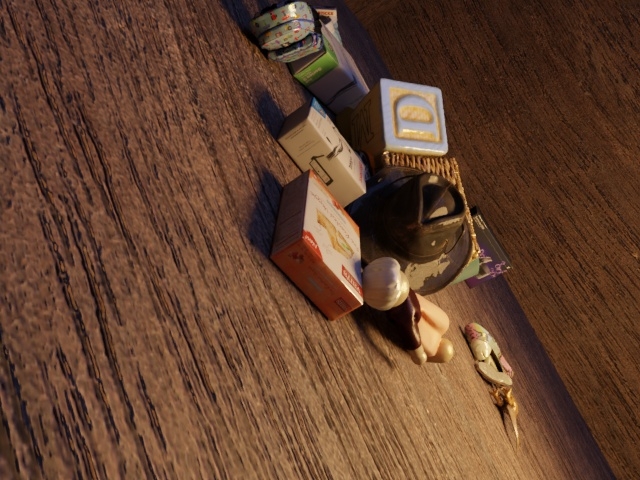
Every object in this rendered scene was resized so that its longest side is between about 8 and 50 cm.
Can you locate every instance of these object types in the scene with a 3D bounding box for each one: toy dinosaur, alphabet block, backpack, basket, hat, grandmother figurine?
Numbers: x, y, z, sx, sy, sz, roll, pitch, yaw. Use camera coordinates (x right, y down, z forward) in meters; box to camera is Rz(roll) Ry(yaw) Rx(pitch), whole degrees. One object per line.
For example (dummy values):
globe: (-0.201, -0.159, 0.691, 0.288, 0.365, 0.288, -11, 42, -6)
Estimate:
toy dinosaur: (0.520, 0.461, 1.441, 0.112, 0.064, 0.211, 56, 21, -12)
alphabet block: (0.205, -0.294, 1.427, 0.192, 0.197, 0.194, 4, 74, -20)
backpack: (-0.083, -0.502, 1.266, 0.173, 0.158, 0.117, -46, 120, -71)
basket: (0.232, -0.053, 1.351, 0.223, 0.213, 0.299, 1, 66, -21)
hat: (0.226, -0.050, 1.143, 0.331, 0.134, 0.331, 9, 64, -20)
grandmother figurine: (0.160, 0.123, 0.991, 0.342, 0.104, 0.208, 45, 15, -54)

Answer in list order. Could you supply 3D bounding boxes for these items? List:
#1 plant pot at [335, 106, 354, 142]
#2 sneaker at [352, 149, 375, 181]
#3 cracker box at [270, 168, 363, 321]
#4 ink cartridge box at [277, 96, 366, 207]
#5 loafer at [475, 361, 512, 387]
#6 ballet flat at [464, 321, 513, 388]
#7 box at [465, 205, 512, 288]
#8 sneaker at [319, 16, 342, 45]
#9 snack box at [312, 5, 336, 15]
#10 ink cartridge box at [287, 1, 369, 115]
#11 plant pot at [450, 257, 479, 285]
plant pot: (0.093, -0.351, 1.580, 0.083, 0.081, 0.081, 53, 18, 16)
sneaker: (0.098, -0.140, 1.309, 0.083, 0.084, 0.215, 11, 49, -33)
cracker box: (0.000, 0.000, 0.884, 0.156, 0.067, 0.232, 49, 23, -25)
ink cartridge box: (0.009, -0.185, 1.136, 0.203, 0.086, 0.148, 49, 22, -22)
loafer: (0.484, 0.386, 1.496, 0.125, 0.039, 0.045, 28, 38, -16)
ballet flat: (0.489, 0.342, 1.541, 0.221, 0.077, 0.079, 55, 43, -12)
box: (0.589, 0.027, 2.035, 0.261, 0.184, 0.103, 54, 20, -10)
sneaker: (0.008, -0.690, 1.824, 0.366, 0.135, 0.150, -81, 155, -58)
snack box: (-0.037, -0.761, 1.745, 0.064, 0.178, 0.022, -88, 180, -55)
ink cartridge box: (0.014, -0.515, 1.557, 0.289, 0.121, 0.211, 27, 37, -55)
plant pot: (0.391, 0.023, 1.634, 0.234, 0.165, 0.166, 50, 21, -42)
